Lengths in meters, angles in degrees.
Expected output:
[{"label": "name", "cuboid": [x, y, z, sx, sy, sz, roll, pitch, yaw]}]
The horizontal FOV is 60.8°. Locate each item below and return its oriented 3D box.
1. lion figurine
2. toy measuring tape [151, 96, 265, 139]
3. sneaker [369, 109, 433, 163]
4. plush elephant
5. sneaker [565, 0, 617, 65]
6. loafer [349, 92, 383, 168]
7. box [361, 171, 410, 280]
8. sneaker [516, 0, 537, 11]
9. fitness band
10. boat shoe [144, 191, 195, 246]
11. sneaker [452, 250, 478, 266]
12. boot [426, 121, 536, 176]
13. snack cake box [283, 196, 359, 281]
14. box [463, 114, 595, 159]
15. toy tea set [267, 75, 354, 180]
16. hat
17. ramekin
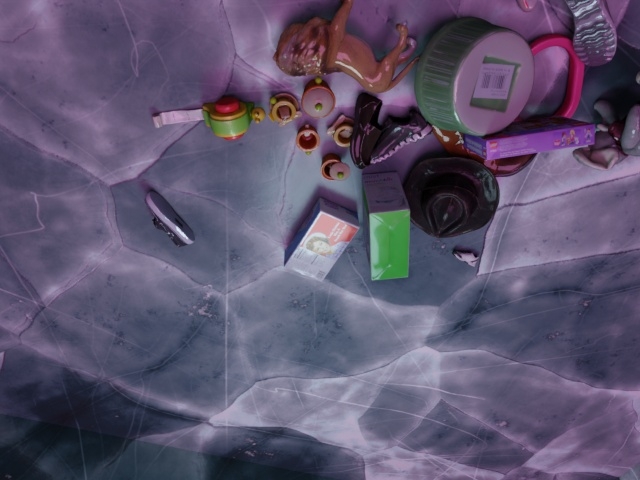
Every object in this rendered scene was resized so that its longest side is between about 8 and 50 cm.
[{"label": "lion figurine", "cuboid": [0.090, -0.482, 1.428, 0.392, 0.142, 0.240, 24, 102, -12]}, {"label": "toy measuring tape", "cuboid": [-0.320, -0.339, 1.548, 0.330, 0.121, 0.121, -5, 127, 0]}, {"label": "sneaker", "cuboid": [0.210, -0.314, 1.629, 0.234, 0.078, 0.106, -27, 112, 22]}, {"label": "plush elephant", "cuboid": [0.894, -0.320, 1.576, 0.271, 0.255, 0.330, -15, 104, -36]}, {"label": "sneaker", "cuboid": [0.715, -0.593, 1.423, 0.105, 0.115, 0.281, 0, 135, 39]}, {"label": "loafer", "cuboid": [0.138, -0.312, 1.577, 0.078, 0.080, 0.220, 13, 113, 28]}, {"label": "box", "cuboid": [0.206, -0.049, 1.729, 0.126, 0.231, 0.262, -6, 128, 0]}, {"label": "sneaker", "cuboid": [0.540, -0.659, 1.385, 0.057, 0.075, 0.161, -5, 127, 0]}, {"label": "fitness band", "cuboid": [0.646, -0.444, 1.570, 0.208, 0.054, 0.291, -9, 128, 3]}, {"label": "boat shoe", "cuboid": [-0.505, -0.061, 1.775, 0.076, 0.080, 0.228, -26, 132, 13]}, {"label": "sneaker", "cuboid": [0.519, 0.054, 1.955, 0.109, 0.040, 0.044, 23, 106, -24]}, {"label": "boot", "cuboid": [0.496, -0.317, 1.658, 0.264, 0.096, 0.280, -23, 118, 22]}, {"label": "snack cake box", "cuboid": [0.000, 0.000, 1.842, 0.152, 0.089, 0.264, 24, 122, -18]}, {"label": "box", "cuboid": [0.570, -0.290, 1.518, 0.293, 0.201, 0.057, -8, 110, -1]}, {"label": "toy tea set", "cuboid": [0.005, -0.310, 1.584, 0.200, 0.124, 0.336, -31, 123, 18]}, {"label": "hat", "cuboid": [0.399, -0.097, 1.708, 0.331, 0.134, 0.331, 10, 135, 10]}, {"label": "ramekin", "cuboid": [0.415, -0.424, 1.443, 0.303, 0.148, 0.304, -11, 119, -22]}]
